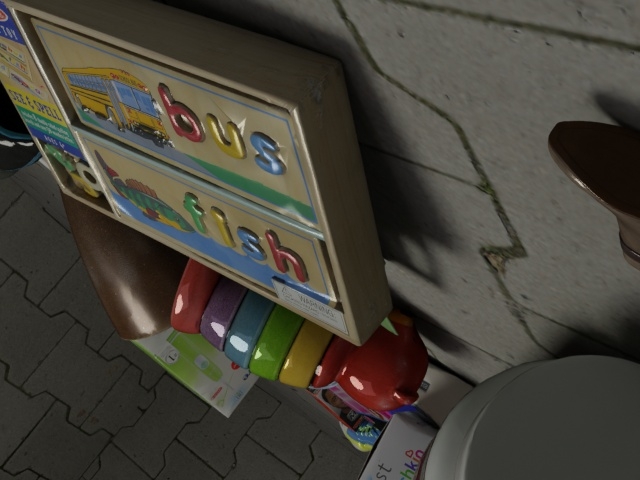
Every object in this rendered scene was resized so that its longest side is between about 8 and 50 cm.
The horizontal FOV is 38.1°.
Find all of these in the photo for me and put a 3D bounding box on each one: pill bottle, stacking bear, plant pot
[{"bbox_3d":[0.196,0.226,0.801,0.224,0.224,0.392,35,167,12],"label":"pill bottle"},{"bbox_3d":[-0.010,0.096,1.070,0.289,0.164,0.175,27,-171,6],"label":"stacking bear"},{"bbox_3d":[-0.265,-0.013,1.339,0.230,0.215,0.215,59,160,-22],"label":"plant pot"}]

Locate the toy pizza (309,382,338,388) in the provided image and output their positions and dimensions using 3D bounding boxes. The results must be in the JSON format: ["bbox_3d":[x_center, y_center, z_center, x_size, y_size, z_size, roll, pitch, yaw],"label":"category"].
[{"bbox_3d":[-0.026,0.099,1.213,0.201,0.032,0.201,19,121,35],"label":"toy pizza"}]

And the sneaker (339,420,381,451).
[{"bbox_3d":[0.126,0.386,1.894,0.240,0.091,0.126,28,145,38],"label":"sneaker"}]

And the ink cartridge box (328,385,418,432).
[{"bbox_3d":[0.122,0.270,1.520,0.175,0.069,0.371,39,165,-7],"label":"ink cartridge box"}]

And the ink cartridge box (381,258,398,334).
[{"bbox_3d":[0.000,0.000,0.911,0.209,0.062,0.109,32,166,28],"label":"ink cartridge box"}]

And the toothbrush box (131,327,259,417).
[{"bbox_3d":[-0.230,0.199,1.899,0.122,0.206,0.283,26,162,40],"label":"toothbrush box"}]

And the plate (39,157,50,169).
[{"bbox_3d":[-0.469,-0.143,1.735,0.277,0.045,0.278,43,166,-16],"label":"plate"}]

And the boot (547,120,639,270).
[{"bbox_3d":[0.167,-0.011,0.477,0.118,0.042,0.087,34,169,19],"label":"boot"}]

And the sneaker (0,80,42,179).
[{"bbox_3d":[-0.492,-0.234,1.235,0.139,0.125,0.341,-13,130,39],"label":"sneaker"}]

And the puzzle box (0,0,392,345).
[{"bbox_3d":[-0.130,-0.085,0.798,0.408,0.052,0.272,24,147,32],"label":"puzzle box"}]

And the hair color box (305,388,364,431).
[{"bbox_3d":[0.041,0.316,1.861,0.141,0.072,0.043,46,166,-32],"label":"hair color box"}]

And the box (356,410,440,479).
[{"bbox_3d":[0.190,0.332,1.212,0.231,0.127,0.262,29,180,20],"label":"box"}]

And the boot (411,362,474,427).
[{"bbox_3d":[0.151,0.196,1.203,0.190,0.069,0.086,36,-179,22],"label":"boot"}]
